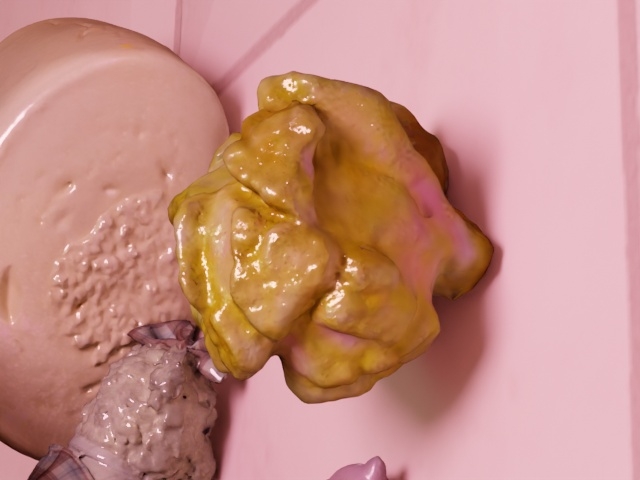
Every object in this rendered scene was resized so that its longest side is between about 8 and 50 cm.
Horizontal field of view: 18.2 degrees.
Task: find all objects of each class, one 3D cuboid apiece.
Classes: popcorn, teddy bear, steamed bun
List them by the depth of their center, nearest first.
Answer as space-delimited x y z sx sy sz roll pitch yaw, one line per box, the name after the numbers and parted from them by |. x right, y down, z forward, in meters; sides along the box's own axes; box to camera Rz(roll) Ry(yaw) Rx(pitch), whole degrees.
0.000 0.000 0.819 0.126 0.126 0.145 -42 -6 17 | popcorn
-0.114 0.138 1.048 0.133 0.111 0.213 -169 89 -68 | teddy bear
-0.159 -0.005 1.154 0.200 0.154 0.250 34 111 64 | steamed bun

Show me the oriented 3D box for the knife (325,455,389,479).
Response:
0.073 0.135 0.702 0.398 0.038 0.132 171 110 -67 | knife
